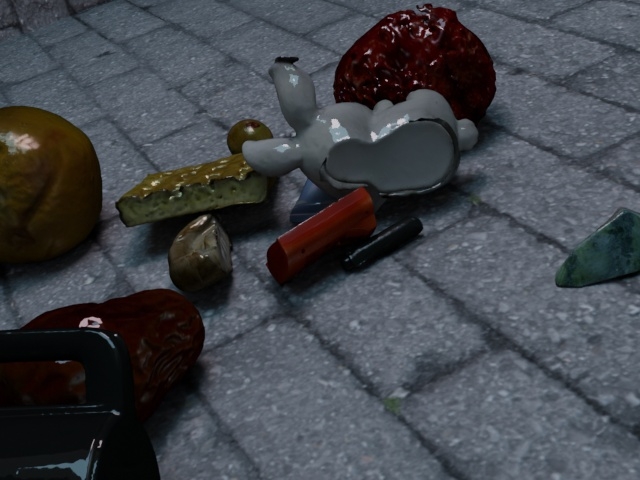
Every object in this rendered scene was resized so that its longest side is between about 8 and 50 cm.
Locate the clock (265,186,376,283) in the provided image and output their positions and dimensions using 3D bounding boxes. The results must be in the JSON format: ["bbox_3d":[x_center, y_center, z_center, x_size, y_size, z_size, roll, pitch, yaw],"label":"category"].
[{"bbox_3d":[0.000,0.000,1.264,0.155,0.061,0.113,-30,-11,-20],"label":"clock"}]

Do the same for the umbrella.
[{"bbox_3d":[0.085,0.004,1.274,0.133,0.031,0.036,-29,-1,-19],"label":"umbrella"}]

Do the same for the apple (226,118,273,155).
[{"bbox_3d":[-0.125,-0.175,1.611,0.084,0.084,0.071,-18,48,-3],"label":"apple"}]

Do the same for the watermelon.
[{"bbox_3d":[0.370,0.003,1.128,0.180,0.081,0.094,-21,5,-18],"label":"watermelon"}]

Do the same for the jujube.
[{"bbox_3d":[-0.255,0.144,1.074,0.190,0.190,0.255,10,31,36],"label":"jujube"}]

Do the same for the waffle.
[{"bbox_3d":[-0.190,-0.090,1.478,0.248,0.055,0.221,-12,14,6],"label":"waffle"}]

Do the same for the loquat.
[{"bbox_3d":[-0.495,-0.102,1.506,0.276,0.276,0.284,-7,29,15],"label":"loquat"}]

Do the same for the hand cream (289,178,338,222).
[{"bbox_3d":[0.019,-0.110,1.478,0.088,0.055,0.256,0,41,16],"label":"hand cream"}]

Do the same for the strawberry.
[{"bbox_3d":[0.161,-0.254,1.492,0.274,0.274,0.220,-15,68,1],"label":"strawberry"}]

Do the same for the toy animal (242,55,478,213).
[{"bbox_3d":[0.062,-0.149,1.344,0.325,0.208,0.154,18,13,-12],"label":"toy animal"}]

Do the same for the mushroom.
[{"bbox_3d":[-0.177,0.023,1.321,0.094,0.072,0.210,-21,20,-2],"label":"mushroom"}]

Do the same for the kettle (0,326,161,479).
[{"bbox_3d":[-0.326,0.244,0.904,0.308,0.203,0.262,-8,47,9],"label":"kettle"}]
